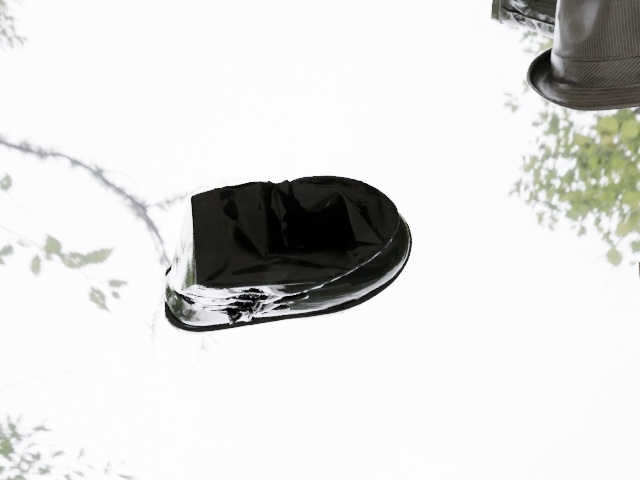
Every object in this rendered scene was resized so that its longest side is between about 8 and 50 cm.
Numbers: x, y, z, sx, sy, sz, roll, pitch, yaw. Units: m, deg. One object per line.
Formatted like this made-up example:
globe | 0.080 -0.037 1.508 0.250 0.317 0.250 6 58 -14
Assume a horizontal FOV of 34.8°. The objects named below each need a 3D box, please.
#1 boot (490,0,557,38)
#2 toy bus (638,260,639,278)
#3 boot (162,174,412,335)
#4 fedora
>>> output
boot | 0.353 -0.343 1.469 0.208 0.189 0.076 27 -105 19
toy bus | 0.291 0.034 0.756 0.104 0.191 0.202 22 -96 46
boot | -0.002 0.001 1.197 0.367 0.445 0.146 -20 -99 -16
fedora | 0.341 -0.242 1.114 0.244 0.275 0.124 -6 -69 19
